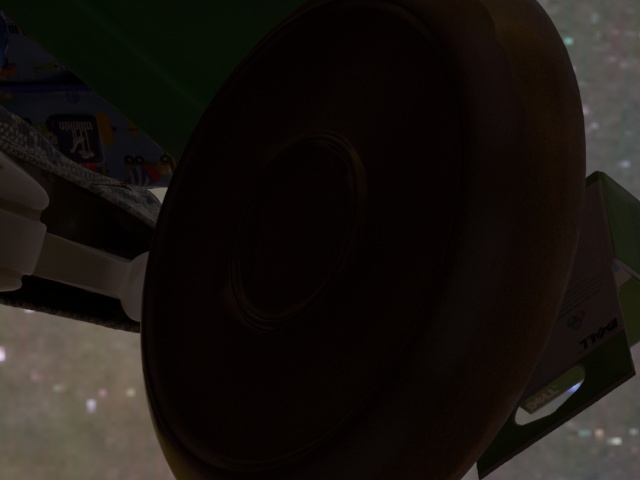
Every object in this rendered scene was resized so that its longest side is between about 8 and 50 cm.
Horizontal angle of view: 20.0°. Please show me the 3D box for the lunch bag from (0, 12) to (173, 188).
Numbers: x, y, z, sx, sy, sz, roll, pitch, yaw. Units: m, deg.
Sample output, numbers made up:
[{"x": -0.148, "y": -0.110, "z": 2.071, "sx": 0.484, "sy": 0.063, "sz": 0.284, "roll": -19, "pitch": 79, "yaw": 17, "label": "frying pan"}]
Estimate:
[{"x": -0.259, "y": -0.171, "z": 1.941, "sx": 0.138, "sy": 0.221, "sz": 0.293, "roll": -76, "pitch": 161, "yaw": -61, "label": "lunch bag"}]

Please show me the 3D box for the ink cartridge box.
[{"x": 0.223, "y": 0.092, "z": 1.623, "sx": 0.189, "sy": 0.097, "sz": 0.255, "roll": -38, "pitch": -147, "yaw": 30, "label": "ink cartridge box"}]

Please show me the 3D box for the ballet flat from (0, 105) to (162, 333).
[{"x": -0.239, "y": -0.009, "z": 1.474, "sx": 0.182, "sy": 0.483, "sz": 0.164, "roll": 30, "pitch": -85, "yaw": 33, "label": "ballet flat"}]

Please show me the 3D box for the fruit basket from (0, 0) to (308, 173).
[{"x": -0.012, "y": -0.134, "z": 1.019, "sx": 0.392, "sy": 0.283, "sz": 0.392, "roll": -49, "pitch": -176, "yaw": 5, "label": "fruit basket"}]

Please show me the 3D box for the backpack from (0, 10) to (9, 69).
[{"x": -0.206, "y": -0.120, "z": 0.917, "sx": 0.120, "sy": 0.101, "sz": 0.098, "roll": 60, "pitch": -39, "yaw": 14, "label": "backpack"}]

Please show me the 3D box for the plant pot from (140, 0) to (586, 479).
[{"x": 0.000, "y": 0.000, "z": 0.674, "sx": 0.236, "sy": 0.032, "sz": 0.236, "roll": -29, "pitch": -130, "yaw": 42, "label": "plant pot"}]
